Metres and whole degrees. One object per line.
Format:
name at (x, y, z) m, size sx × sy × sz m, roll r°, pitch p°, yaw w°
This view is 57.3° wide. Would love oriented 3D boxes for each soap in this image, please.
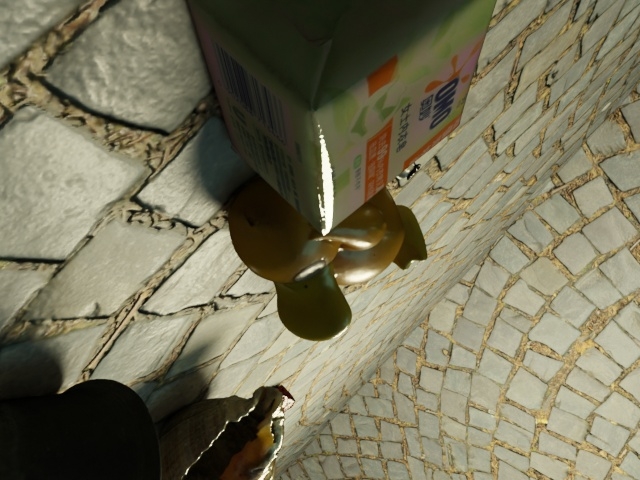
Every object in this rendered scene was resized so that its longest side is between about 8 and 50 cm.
soap at (0.021, -0.135, 0.459) m, size 0.182 × 0.138 × 0.199 m, roll -40°, pitch 161°, yaw -14°

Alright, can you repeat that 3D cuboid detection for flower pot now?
flower pot at (-0.289, 0.238, 0.563) m, size 0.235 × 0.235 × 0.148 m, roll -46°, pitch 141°, yaw 7°

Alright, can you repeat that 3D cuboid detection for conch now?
conch at (-0.202, 0.380, 1.049) m, size 0.297 × 0.210 × 0.352 m, roll -15°, pitch 125°, yaw -55°

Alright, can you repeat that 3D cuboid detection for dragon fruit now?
dragon fruit at (-0.142, 0.421, 1.498) m, size 0.131 × 0.063 × 0.097 m, roll -45°, pitch 129°, yaw 3°

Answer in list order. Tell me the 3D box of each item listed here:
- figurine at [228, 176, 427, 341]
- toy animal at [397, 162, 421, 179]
figurine at (0.003, -0.008, 0.684) m, size 0.228 × 0.215 × 0.215 m, roll -46°, pitch 169°, yaw -47°
toy animal at (0.098, -0.125, 0.681) m, size 0.127 × 0.131 × 0.181 m, roll -5°, pitch 153°, yaw -29°
